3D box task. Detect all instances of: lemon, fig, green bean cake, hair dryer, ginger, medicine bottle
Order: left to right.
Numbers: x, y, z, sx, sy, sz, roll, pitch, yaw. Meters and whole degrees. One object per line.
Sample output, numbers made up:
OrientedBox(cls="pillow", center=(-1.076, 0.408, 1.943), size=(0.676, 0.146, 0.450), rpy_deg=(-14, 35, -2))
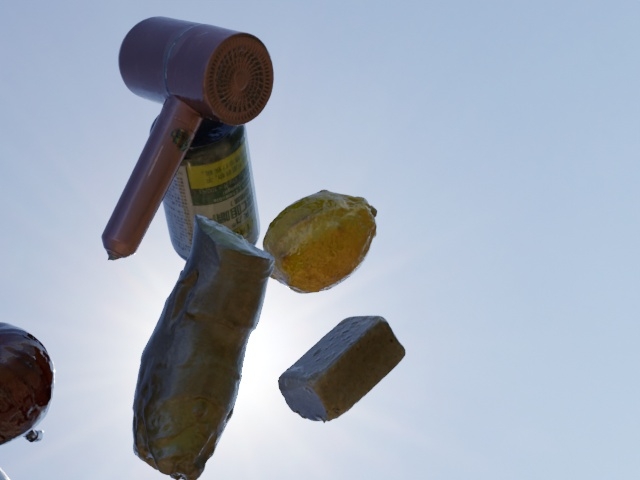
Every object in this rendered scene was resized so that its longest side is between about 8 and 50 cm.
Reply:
OrientedBox(cls="fig", center=(-0.320, 0.149, 1.318), size=(0.128, 0.128, 0.150), rpy_deg=(-27, -37, -45))
OrientedBox(cls="hair dryer", center=(-0.226, -0.137, 1.877), size=(0.125, 0.210, 0.353), rpy_deg=(34, -100, -45))
OrientedBox(cls="ginger", center=(-0.125, 0.111, 1.388), size=(0.116, 0.109, 0.263), rpy_deg=(10, -83, -74))
OrientedBox(cls="medicine bottle", center=(-0.165, -0.060, 2.047), size=(0.141, 0.141, 0.293), rpy_deg=(-42, -36, -33))
OrientedBox(cls="lemon", center=(0.000, 0.000, 1.666), size=(0.155, 0.114, 0.114), rpy_deg=(-34, -36, -5))
OrientedBox(cls="green bean cake", center=(0.032, 0.193, 2.083), size=(0.179, 0.109, 0.085), rpy_deg=(-41, -71, -32))

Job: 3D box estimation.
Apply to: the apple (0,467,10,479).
OrientedBox(cls="apple", center=(-0.406, 0.338, 1.371), size=(0.233, 0.258, 0.295), rpy_deg=(6, -79, -13))
